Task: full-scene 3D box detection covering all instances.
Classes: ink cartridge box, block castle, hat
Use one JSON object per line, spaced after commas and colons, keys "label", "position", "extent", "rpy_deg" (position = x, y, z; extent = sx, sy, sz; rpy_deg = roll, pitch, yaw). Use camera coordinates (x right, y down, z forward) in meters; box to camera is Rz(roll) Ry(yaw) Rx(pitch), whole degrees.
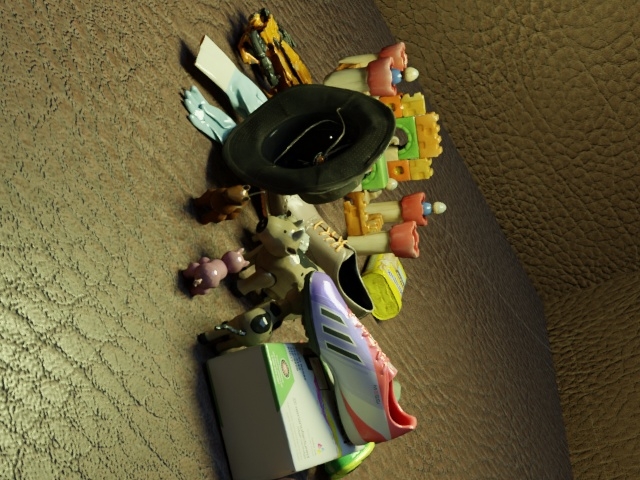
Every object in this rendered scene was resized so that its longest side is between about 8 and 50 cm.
{"label": "ink cartridge box", "position": [-0.050, 0.276, 1.468], "extent": [0.278, 0.117, 0.201], "rpy_deg": [12, 60, -65]}
{"label": "block castle", "position": [0.160, -0.207, 2.048], "extent": [0.303, 0.213, 0.453], "rpy_deg": [-60, 142, -67]}
{"label": "hat", "position": [-0.009, -0.156, 1.675], "extent": [0.331, 0.332, 0.134], "rpy_deg": [-89, 165, -45]}

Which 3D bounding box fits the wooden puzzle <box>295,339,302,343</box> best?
{"label": "wooden puzzle", "position": [-0.038, 0.219, 1.703], "extent": [0.049, 0.006, 0.083], "rpy_deg": [68, 21, -1]}

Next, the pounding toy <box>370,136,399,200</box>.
{"label": "pounding toy", "position": [0.111, -0.218, 2.262], "extent": [0.269, 0.154, 0.154], "rpy_deg": [55, 25, -29]}

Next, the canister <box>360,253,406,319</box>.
{"label": "canister", "position": [0.156, 0.100, 2.184], "extent": [0.126, 0.073, 0.170], "rpy_deg": [63, 21, -16]}

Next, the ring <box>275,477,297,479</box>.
{"label": "ring", "position": [-0.038, 0.521, 1.303], "extent": [0.336, 0.032, 0.336], "rpy_deg": [36, 49, -57]}

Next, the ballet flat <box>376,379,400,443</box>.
{"label": "ballet flat", "position": [0.124, 0.342, 1.888], "extent": [0.068, 0.072, 0.213], "rpy_deg": [55, 25, -16]}

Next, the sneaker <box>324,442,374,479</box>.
{"label": "sneaker", "position": [0.039, 0.328, 1.689], "extent": [0.124, 0.109, 0.295], "rpy_deg": [36, 33, -15]}

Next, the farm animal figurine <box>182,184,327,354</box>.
{"label": "farm animal figurine", "position": [-0.079, 0.052, 1.534], "extent": [0.327, 0.172, 0.330], "rpy_deg": [37, 38, -53]}

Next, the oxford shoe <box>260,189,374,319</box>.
{"label": "oxford shoe", "position": [0.000, 0.000, 1.788], "extent": [0.130, 0.133, 0.363], "rpy_deg": [-42, 110, -48]}

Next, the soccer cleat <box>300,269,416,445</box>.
{"label": "soccer cleat", "position": [0.061, 0.187, 1.454], "extent": [0.108, 0.117, 0.318], "rpy_deg": [-51, 125, -63]}

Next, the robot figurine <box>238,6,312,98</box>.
{"label": "robot figurine", "position": [-0.093, -0.382, 2.026], "extent": [0.291, 0.085, 0.211], "rpy_deg": [57, 24, -28]}

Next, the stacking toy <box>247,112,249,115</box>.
{"label": "stacking toy", "position": [-0.083, -0.179, 1.904], "extent": [0.167, 0.052, 0.221], "rpy_deg": [25, 48, -60]}

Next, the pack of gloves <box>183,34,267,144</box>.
{"label": "pack of gloves", "position": [-0.187, -0.253, 1.746], "extent": [0.232, 0.046, 0.195], "rpy_deg": [42, 47, -37]}
